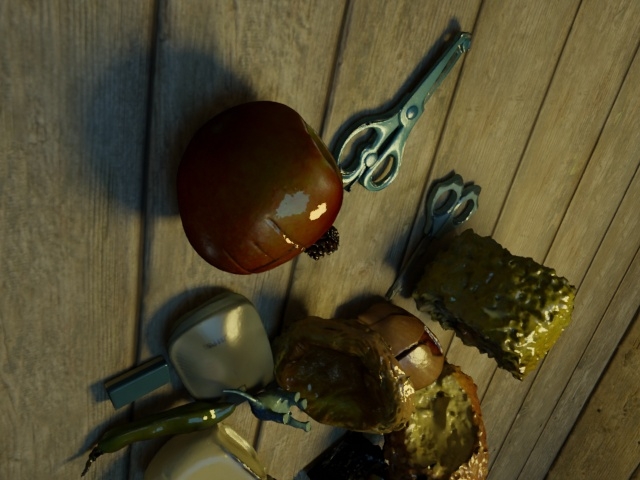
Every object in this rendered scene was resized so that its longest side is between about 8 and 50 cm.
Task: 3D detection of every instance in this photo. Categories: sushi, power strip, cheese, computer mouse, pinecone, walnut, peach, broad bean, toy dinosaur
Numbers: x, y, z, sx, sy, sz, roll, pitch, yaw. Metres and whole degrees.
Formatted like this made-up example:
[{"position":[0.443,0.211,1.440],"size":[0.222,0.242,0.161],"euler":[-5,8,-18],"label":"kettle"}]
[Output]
[{"position":[0.121,0.717,1.768],"size":[0.215,0.212,0.227],"euler":[-37,138,-14],"label":"sushi"},{"position":[-0.092,0.336,1.439],"size":[0.083,0.027,0.017],"euler":[-40,141,-9],"label":"power strip"},{"position":[-0.255,0.535,1.344],"size":[0.233,0.127,0.266],"euler":[-44,118,-6],"label":"cheese"},{"position":[-0.194,0.242,1.240],"size":[0.197,0.095,0.331],"euler":[-29,135,-14],"label":"computer mouse"},{"position":[0.000,0.000,1.235],"size":[0.083,0.077,0.077],"euler":[-38,138,3],"label":"pinecone"},{"position":[0.178,0.264,1.495],"size":[0.298,0.203,0.203],"euler":[35,95,-32],"label":"walnut"},{"position":[-0.351,0.274,1.172],"size":[0.123,0.032,0.056],"euler":[-25,134,-25],"label":"power strip"},{"position":[-0.112,-0.084,0.972],"size":[0.275,0.248,0.245],"euler":[-37,104,7],"label":"peach"},{"position":[-0.326,0.378,1.224],"size":[0.325,0.067,0.075],"euler":[-14,117,-12],"label":"broad bean"},{"position":[0.419,0.154,1.500],"size":[0.240,0.351,0.396],"euler":[-52,152,-6],"label":"sushi"},{"position":[-0.095,0.361,1.314],"size":[0.329,0.144,0.076],"euler":[62,39,-67],"label":"toy dinosaur"}]

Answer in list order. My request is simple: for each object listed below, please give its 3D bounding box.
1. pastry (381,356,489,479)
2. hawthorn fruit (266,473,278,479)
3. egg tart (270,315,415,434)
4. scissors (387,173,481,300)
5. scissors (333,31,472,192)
[{"position":[0.313,0.551,1.703],"size":[0.292,0.405,0.337],"euler":[-5,149,2],"label":"pastry"},{"position":[-0.177,0.758,1.499],"size":[0.325,0.308,0.308],"euler":[-20,142,19],"label":"hawthorn fruit"},{"position":[0.056,0.282,1.334],"size":[0.150,0.352,0.352],"euler":[-51,149,-44],"label":"egg tart"},{"position":[0.267,0.004,1.491],"size":[0.191,0.029,0.360],"euler":[19,107,-47],"label":"scissors"},{"position":[0.168,-0.258,1.209],"size":[0.393,0.032,0.180],"euler":[-52,138,6],"label":"scissors"}]
